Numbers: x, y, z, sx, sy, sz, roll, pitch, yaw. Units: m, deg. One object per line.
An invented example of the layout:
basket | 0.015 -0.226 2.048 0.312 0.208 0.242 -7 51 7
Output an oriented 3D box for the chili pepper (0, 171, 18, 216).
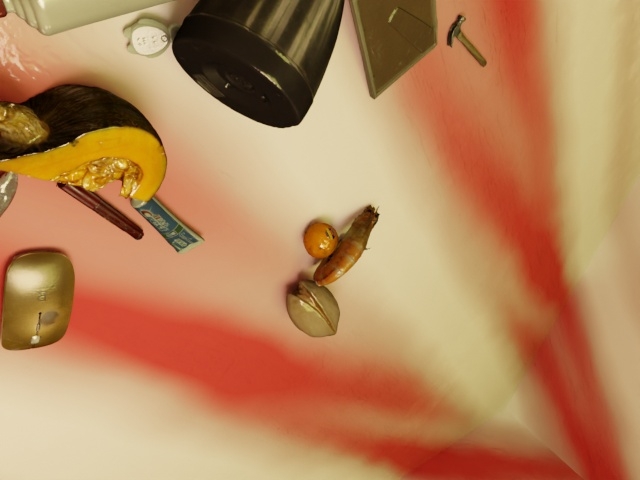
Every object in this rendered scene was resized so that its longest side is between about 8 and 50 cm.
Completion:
chili pepper | -0.469 -0.039 0.720 0.153 0.041 0.050 -62 163 -9

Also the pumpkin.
pumpkin | -0.328 -0.147 0.696 0.247 0.131 0.126 6 126 -52

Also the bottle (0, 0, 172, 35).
bottle | -0.284 -0.311 0.614 0.245 0.104 0.104 -29 138 -23

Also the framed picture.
framed picture | 0.146 -0.405 0.971 0.189 0.023 0.260 -43 153 -6

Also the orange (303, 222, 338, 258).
orange | 0.000 0.001 1.171 0.083 0.083 0.084 -25 137 -26

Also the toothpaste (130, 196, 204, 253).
toothpaste | -0.275 -0.035 0.916 0.057 0.035 0.197 -30 143 2

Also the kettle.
kettle | -0.045 -0.320 0.762 0.250 0.207 0.271 34 79 -40

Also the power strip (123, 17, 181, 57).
power strip | -0.236 -0.291 0.741 0.083 0.035 0.055 -16 133 -17

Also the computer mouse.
computer mouse | -0.462 0.106 0.848 0.102 0.045 0.199 -1 122 -40

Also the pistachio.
pistachio | -0.018 0.165 1.260 0.124 0.124 0.185 -44 139 -6

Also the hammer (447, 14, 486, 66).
hammer | 0.335 -0.433 1.172 0.182 0.017 0.062 17 110 -50

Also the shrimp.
shrimp | 0.066 0.013 1.225 0.068 0.150 0.249 48 66 -16

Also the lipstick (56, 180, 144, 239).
lipstick | -0.347 -0.048 0.841 0.027 0.027 0.176 -45 143 -4
